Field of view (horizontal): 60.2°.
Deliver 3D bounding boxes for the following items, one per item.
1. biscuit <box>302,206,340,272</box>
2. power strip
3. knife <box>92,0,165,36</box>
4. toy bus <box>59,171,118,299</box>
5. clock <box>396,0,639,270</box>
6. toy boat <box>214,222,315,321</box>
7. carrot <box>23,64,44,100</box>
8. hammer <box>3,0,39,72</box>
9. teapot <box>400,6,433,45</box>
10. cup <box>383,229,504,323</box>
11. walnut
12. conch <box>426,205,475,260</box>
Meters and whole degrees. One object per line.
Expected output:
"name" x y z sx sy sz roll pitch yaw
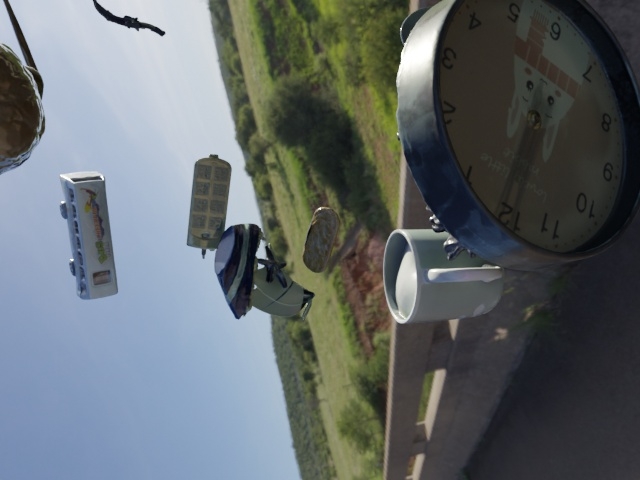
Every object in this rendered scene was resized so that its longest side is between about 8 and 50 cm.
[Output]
"biscuit" 0.000 0.000 1.155 0.071 0.018 0.147 28 111 31
"power strip" -0.237 -0.070 1.172 0.029 0.080 0.226 -148 64 -70
"knife" -0.471 -0.535 1.355 0.021 0.222 0.045 -51 -17 -41
"toy bus" -0.581 -0.005 1.403 0.136 0.109 0.329 19 115 52
"clock" 0.273 -0.154 0.707 0.076 0.386 0.385 -18 86 62
"toy boat" -0.113 0.067 1.177 0.292 0.070 0.210 11 -115 -52
"carrot" -0.590 -0.256 0.851 0.078 0.298 0.078 1 91 48
"hammer" -0.744 -0.518 1.345 0.125 0.027 0.297 -165 56 -72
"teapot" 0.308 -0.546 1.579 0.239 0.163 0.149 -64 -15 -11
"cup" 0.358 0.091 1.500 0.357 0.275 0.259 164 104 -76
"walnut" -0.428 -0.153 0.621 0.224 0.224 0.224 166 90 -87
"conch" 0.324 -0.080 1.266 0.240 0.186 0.313 56 -178 16
